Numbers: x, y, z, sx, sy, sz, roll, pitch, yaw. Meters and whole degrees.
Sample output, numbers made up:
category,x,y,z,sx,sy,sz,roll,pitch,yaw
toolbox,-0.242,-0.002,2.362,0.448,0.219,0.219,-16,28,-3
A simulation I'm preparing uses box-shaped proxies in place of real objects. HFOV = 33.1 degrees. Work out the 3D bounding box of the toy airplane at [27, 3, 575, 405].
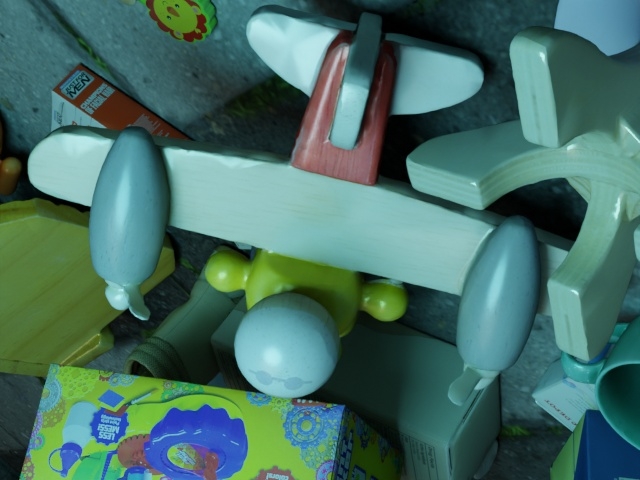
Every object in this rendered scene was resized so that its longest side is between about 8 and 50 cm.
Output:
category,x,y,z,sx,sy,sz,roll,pitch,yaw
toy airplane,0.000,0.000,0.911,0.386,0.272,0.384,-17,132,34

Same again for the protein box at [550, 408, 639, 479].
category,x,y,z,sx,sy,sz,roll,pitch,yaw
protein box,0.322,0.278,0.964,0.201,0.199,0.136,7,146,0

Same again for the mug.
category,x,y,z,sx,sy,sz,roll,pitch,yaw
mug,0.302,0.107,0.914,0.158,0.097,0.129,40,146,1

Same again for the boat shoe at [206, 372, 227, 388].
category,x,y,z,sx,sy,sz,roll,pitch,yaw
boat shoe,-0.124,0.228,1.546,0.228,0.080,0.076,37,149,-14

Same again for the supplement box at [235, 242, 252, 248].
category,x,y,z,sx,sy,sz,roll,pitch,yaw
supplement box,-0.063,-0.023,1.179,0.098,0.036,0.062,2,134,44

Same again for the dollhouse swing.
category,x,y,z,sx,sy,sz,roll,pitch,yaw
dollhouse swing,-0.417,0.000,1.392,0.347,0.305,0.315,17,-153,-51

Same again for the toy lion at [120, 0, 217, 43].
category,x,y,z,sx,sy,sz,roll,pitch,yaw
toy lion,-0.136,-0.227,0.992,0.096,0.034,0.100,34,149,-7

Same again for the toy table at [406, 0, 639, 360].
category,x,y,z,sx,sy,sz,roll,pitch,yaw
toy table,0.201,-0.054,0.717,0.252,0.161,0.274,11,135,50

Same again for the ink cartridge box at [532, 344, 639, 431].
category,x,y,z,sx,sy,sz,roll,pitch,yaw
ink cartridge box,0.277,0.145,1.037,0.088,0.052,0.122,40,147,-3

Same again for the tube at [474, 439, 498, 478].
category,x,y,z,sx,sy,sz,roll,pitch,yaw
tube,0.116,0.221,1.318,0.207,0.052,0.080,24,138,33

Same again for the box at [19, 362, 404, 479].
category,x,y,z,sx,sy,sz,roll,pitch,yaw
box,-0.095,0.252,1.051,0.290,0.177,0.279,6,162,17

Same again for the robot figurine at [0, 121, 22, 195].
category,x,y,z,sx,sy,sz,roll,pitch,yaw
robot figurine,-0.478,-0.115,1.392,0.158,0.128,0.219,56,152,12

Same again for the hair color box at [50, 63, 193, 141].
category,x,y,z,sx,sy,sz,roll,pitch,yaw
hair color box,-0.220,-0.112,1.206,0.167,0.053,0.093,34,150,4

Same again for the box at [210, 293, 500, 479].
category,x,y,z,sx,sy,sz,roll,pitch,yaw
box,0.042,0.166,1.240,0.311,0.121,0.148,21,146,25

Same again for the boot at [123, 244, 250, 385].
category,x,y,z,sx,sy,sz,roll,pitch,yaw
boot,-0.149,0.154,1.339,0.095,0.203,0.262,27,147,18
